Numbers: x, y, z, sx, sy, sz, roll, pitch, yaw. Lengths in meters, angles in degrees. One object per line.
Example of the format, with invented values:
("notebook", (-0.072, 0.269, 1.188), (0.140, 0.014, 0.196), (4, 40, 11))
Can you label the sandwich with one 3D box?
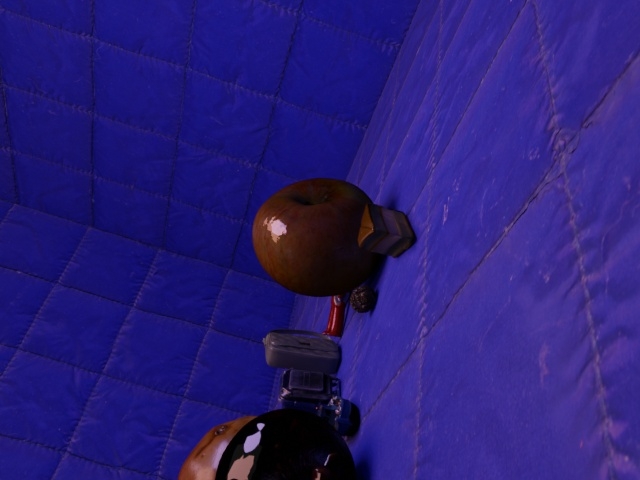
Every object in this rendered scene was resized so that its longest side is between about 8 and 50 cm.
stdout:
("sandwich", (0.174, -0.050, 1.584), (0.187, 0.117, 0.144), (120, 163, -72))

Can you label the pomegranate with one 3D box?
("pomegranate", (-0.174, 0.679, 1.657), (0.410, 0.410, 0.410), (-163, 90, -85))

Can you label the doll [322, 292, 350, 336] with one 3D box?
("doll", (0.074, 0.150, 2.195), (0.188, 0.099, 0.384), (129, 154, -77))

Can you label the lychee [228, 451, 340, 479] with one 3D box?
("lychee", (-0.093, 0.543, 0.908), (0.500, 0.424, 0.424), (-58, 3, -9))

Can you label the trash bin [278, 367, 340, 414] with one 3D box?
("trash bin", (-0.041, 0.517, 1.860), (0.162, 0.184, 0.234), (-87, 3, -71))

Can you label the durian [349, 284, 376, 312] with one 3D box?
("durian", (0.120, 0.164, 1.751), (0.091, 0.080, 0.080), (-24, -47, -75))

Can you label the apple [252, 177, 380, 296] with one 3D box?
("apple", (0.000, 0.000, 1.911), (0.400, 0.400, 0.333), (-80, -15, -56))

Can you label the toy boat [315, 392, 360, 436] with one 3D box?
("toy boat", (0.035, 0.439, 1.573), (0.223, 0.097, 0.100), (129, 155, -78))

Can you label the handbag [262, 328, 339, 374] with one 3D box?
("handbag", (-0.062, 0.346, 2.050), (0.219, 0.256, 0.079), (-109, 30, -69))

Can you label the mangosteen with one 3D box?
("mangosteen", (-0.081, 0.520, 1.338), (0.330, 0.330, 0.330), (-163, 90, -85))
